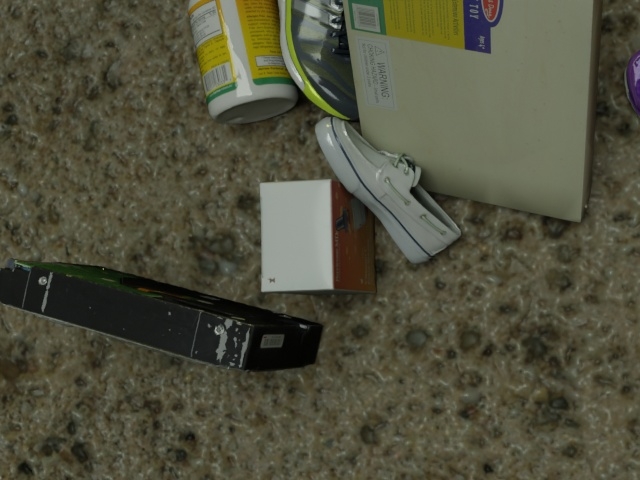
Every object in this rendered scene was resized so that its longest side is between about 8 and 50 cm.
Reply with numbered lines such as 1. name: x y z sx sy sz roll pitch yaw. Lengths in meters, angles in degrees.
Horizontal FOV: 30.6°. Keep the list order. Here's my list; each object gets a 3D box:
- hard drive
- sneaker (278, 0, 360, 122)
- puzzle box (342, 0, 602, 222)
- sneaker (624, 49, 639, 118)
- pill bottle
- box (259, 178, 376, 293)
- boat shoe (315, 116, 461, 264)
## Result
1. hard drive: -0.193 0.091 1.434 0.339 0.237 0.064 14 91 19
2. sneaker: 0.015 -0.291 1.436 0.121 0.111 0.300 -23 79 41
3. puzzle box: 0.165 -0.195 1.266 0.272 0.409 0.052 14 54 20
4. sneaker: 0.425 -0.125 1.301 0.095 0.104 0.236 -36 74 15
5. pill bottle: -0.104 -0.263 1.489 0.117 0.117 0.208 -16 81 18
6. box: 0.000 0.000 1.406 0.091 0.170 0.130 -2 86 19
7. boat shoe: 0.085 -0.072 1.386 0.076 0.083 0.226 -30 121 21
